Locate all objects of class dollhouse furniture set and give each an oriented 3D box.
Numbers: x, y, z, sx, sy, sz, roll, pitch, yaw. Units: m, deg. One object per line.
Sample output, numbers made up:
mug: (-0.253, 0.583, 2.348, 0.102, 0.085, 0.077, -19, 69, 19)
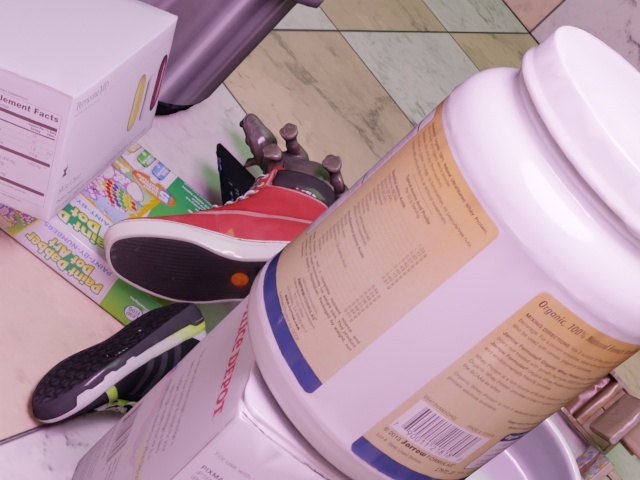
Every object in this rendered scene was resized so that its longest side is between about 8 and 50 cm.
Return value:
dollhouse furniture set: (0.398, 0.227, 1.965, 0.161, 0.212, 0.242, 49, 0, 0)

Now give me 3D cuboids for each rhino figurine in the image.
rhino figurine: (-0.041, -0.094, 1.825, 0.243, 0.073, 0.106, 40, -23, 38)

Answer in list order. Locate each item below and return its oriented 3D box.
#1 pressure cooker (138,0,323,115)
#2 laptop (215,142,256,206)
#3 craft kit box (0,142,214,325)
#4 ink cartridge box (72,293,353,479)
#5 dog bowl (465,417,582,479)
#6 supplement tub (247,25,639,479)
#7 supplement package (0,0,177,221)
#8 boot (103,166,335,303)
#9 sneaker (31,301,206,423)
pressure cooker: (-0.167, -0.409, 1.758, 0.370, 0.420, 0.375, 38, 27, -16)
laptop: (0.000, 0.000, 1.707, 0.234, 0.136, 0.264, 46, 22, -37)
craft kit box: (-0.239, -0.035, 1.548, 0.250, 0.061, 0.247, 40, 30, -14)
ink cartridge box: (-0.094, 0.198, 1.152, 0.131, 0.306, 0.226, 39, 28, -15)
dog bowl: (0.137, 0.276, 1.468, 0.265, 0.104, 0.265, 6, 60, -11)
supplement tub: (0.124, 0.019, 1.017, 0.228, 0.316, 0.228, 36, 29, -23)
supplement package: (-0.299, -0.166, 1.437, 0.204, 0.145, 0.262, 22, 31, 7)
boot: (-0.103, -0.019, 1.481, 0.244, 0.088, 0.176, 5, 40, -6)
sneaker: (-0.177, 0.140, 1.359, 0.234, 0.084, 0.097, -31, 109, -49)
